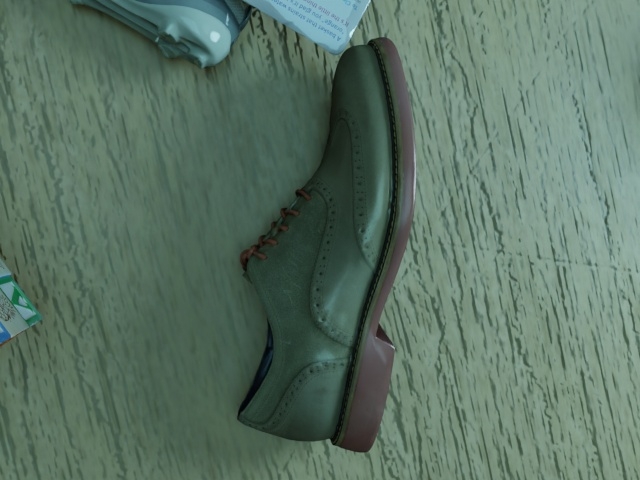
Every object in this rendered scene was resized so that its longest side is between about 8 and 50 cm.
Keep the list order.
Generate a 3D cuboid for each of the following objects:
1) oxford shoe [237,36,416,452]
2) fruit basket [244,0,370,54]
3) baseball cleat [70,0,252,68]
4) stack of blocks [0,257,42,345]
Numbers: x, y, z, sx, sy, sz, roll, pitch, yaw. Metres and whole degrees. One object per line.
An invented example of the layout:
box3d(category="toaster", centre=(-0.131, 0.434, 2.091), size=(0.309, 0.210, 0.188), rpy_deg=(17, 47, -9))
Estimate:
box3d(category="oxford shoe", centre=(0.000, 0.000, 0.490), size=(0.130, 0.123, 0.348), rpy_deg=(6, 88, -6))
box3d(category="fruit basket", centre=(-0.042, -0.381, 0.474), size=(0.327, 0.165, 0.353), rpy_deg=(28, 94, -10))
box3d(category="baseball cleat", centre=(-0.155, -0.229, 0.491), size=(0.206, 0.072, 0.109), rpy_deg=(33, 71, -14))
box3d(category="stack of blocks", centre=(-0.324, -0.036, 0.399), size=(0.087, 0.171, 0.297), rpy_deg=(-35, 98, -9))
